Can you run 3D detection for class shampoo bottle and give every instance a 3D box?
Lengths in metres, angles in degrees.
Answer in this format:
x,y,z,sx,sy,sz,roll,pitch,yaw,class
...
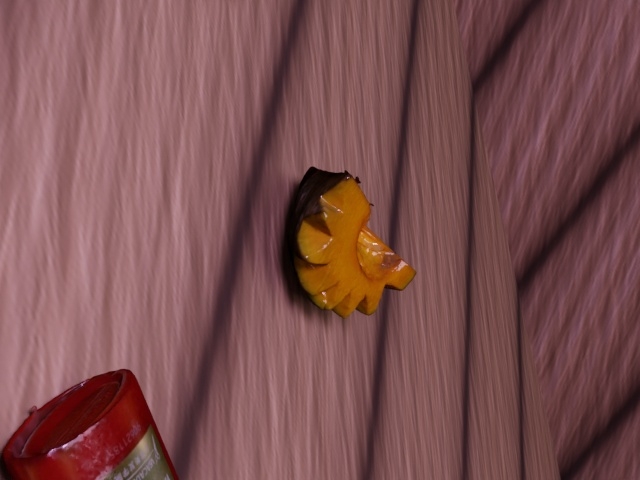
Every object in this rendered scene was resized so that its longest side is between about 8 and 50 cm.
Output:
x,y,z,sx,sy,sz,roll,pitch,yaw,class
-0.122,0.253,0.643,0.118,0.076,0.314,-53,128,-64,shampoo bottle

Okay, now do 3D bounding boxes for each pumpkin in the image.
x,y,z,sx,sy,sz,roll,pitch,yaw,class
0.000,0.000,1.057,0.130,0.149,0.254,-51,147,-6,pumpkin
